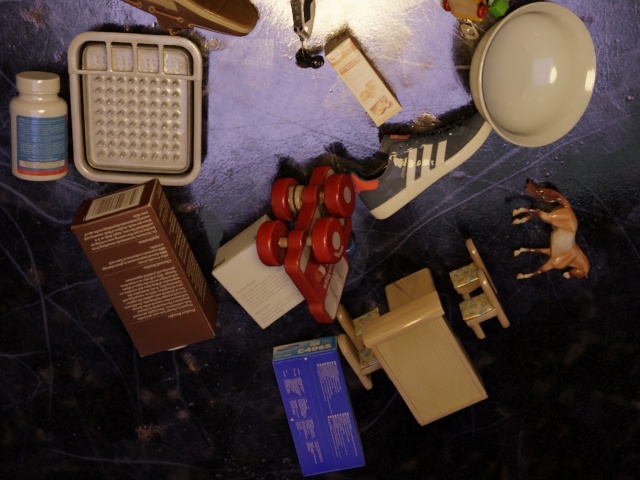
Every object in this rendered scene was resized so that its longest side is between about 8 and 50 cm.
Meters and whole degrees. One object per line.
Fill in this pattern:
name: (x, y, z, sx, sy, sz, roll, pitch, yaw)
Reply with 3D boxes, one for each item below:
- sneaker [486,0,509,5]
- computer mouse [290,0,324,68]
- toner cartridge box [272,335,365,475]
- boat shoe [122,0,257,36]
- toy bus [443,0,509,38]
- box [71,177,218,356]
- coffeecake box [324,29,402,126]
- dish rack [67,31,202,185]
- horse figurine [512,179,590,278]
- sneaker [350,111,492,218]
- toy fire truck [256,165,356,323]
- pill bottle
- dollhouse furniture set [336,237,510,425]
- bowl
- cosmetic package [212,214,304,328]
sneaker: (0.395, -0.540, 1.859, 0.069, 0.038, 0.098, 8, 121, -5)
computer mouse: (-0.029, -0.461, 1.868, 0.042, 0.106, 0.192, -10, 105, -22)
toner cartridge box: (-0.002, 0.418, 2.213, 0.165, 0.075, 0.347, -11, 111, 4)
boat shoe: (-0.303, -0.500, 1.850, 0.342, 0.123, 0.123, 19, 140, -12)
toy bus: (0.306, -0.539, 1.818, 0.191, 0.202, 0.104, 37, 77, -6)
box: (-0.389, 0.066, 2.012, 0.191, 0.143, 0.381, -15, 119, 8)
coffeecake box: (0.089, -0.348, 1.877, 0.068, 0.142, 0.185, -36, 107, 12)
dish rack: (-0.400, -0.291, 1.940, 0.286, 0.072, 0.332, 3, 111, -2)
horse figurine: (0.537, -0.012, 2.048, 0.175, 0.066, 0.263, -6, 114, 9)
sneaker: (0.218, -0.202, 1.945, 0.350, 0.131, 0.148, -38, 99, 9)
toy fire truck: (0.000, 0.000, 1.956, 0.170, 0.302, 0.253, -3, 140, 25)
pill bottle: (-0.616, -0.251, 1.929, 0.124, 0.124, 0.221, 6, 112, -2)
dollhouse furniture set: (0.205, 0.165, 1.936, 0.362, 0.394, 0.256, -26, 118, 11)
bowl: (0.421, -0.351, 1.854, 0.298, 0.134, 0.297, -7, 107, -24)
cosmetic package: (-0.130, 0.070, 2.036, 0.151, 0.151, 0.183, -35, 108, 12)
